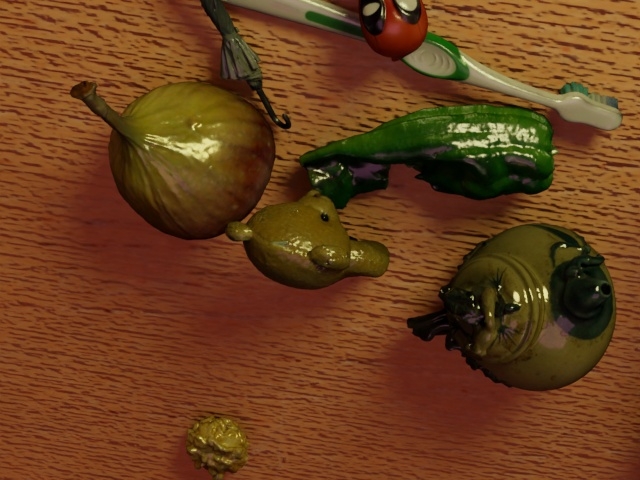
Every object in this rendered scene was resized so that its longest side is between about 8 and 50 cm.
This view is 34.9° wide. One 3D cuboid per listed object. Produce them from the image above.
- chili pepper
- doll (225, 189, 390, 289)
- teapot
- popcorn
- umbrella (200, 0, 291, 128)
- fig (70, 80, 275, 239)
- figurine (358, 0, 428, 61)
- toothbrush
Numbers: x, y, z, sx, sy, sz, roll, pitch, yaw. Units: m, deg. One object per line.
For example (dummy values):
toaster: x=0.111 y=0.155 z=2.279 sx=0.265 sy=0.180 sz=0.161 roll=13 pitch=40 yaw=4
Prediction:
chili pepper: x=0.108 y=-0.083 z=1.011 sx=0.253 sy=0.083 sz=0.099 roll=-5 pitch=133 yaw=12
doll: x=0.000 y=0.000 z=1.026 sx=0.137 sy=0.209 sz=0.097 roll=9 pitch=91 yaw=21
teapot: x=0.189 y=0.071 z=1.042 sx=0.183 sy=0.173 sz=0.269 roll=1 pitch=169 yaw=-43
popcorn: x=-0.131 y=0.259 z=1.274 sx=0.083 sy=0.057 sz=0.082 roll=-32 pitch=115 yaw=26
umbrella: x=-0.099 y=-0.207 z=0.956 sx=0.044 sy=0.044 sz=0.269 roll=-46 pitch=127 yaw=-20
fig: x=-0.151 y=-0.102 z=0.968 sx=0.160 sy=0.143 sz=0.231 roll=-25 pitch=131 yaw=25
figurine: x=0.058 y=-0.228 z=0.910 sx=0.068 sy=0.075 sz=0.140 roll=-7 pitch=106 yaw=8
toothbrush: x=0.092 y=-0.180 z=0.966 sx=0.418 sy=0.040 sz=0.042 roll=16 pitch=130 yaw=-6
